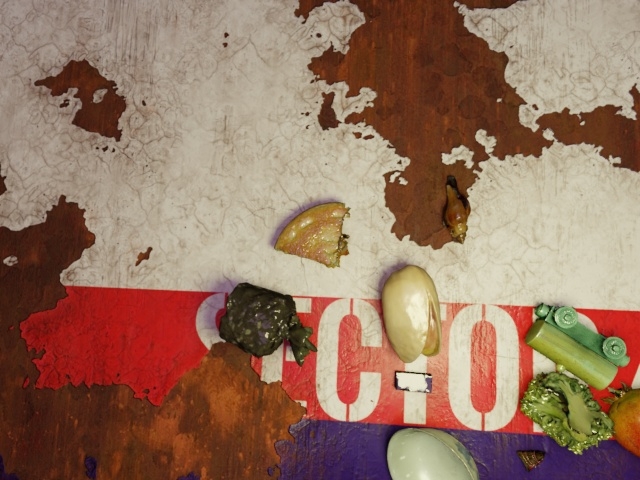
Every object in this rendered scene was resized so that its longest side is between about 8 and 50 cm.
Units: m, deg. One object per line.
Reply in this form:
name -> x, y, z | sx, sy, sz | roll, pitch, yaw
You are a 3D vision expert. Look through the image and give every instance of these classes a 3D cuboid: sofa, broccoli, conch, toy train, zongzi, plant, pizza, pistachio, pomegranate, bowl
sofa -> 0.301, 0.457, 1.552 | 0.118, 0.039, 0.060 | 4, 82, 6
broccoli -> 0.711, 0.534, 1.420 | 0.243, 0.273, 0.180 | 30, 120, 9
conch -> 0.453, -0.103, 1.583 | 0.086, 0.080, 0.232 | 10, 83, -2
toy train -> 0.785, 0.323, 1.487 | 0.307, 0.126, 0.189 | 33, 95, 7
zongzi -> 0.662, 0.666, 1.478 | 0.083, 0.073, 0.067 | -25, 63, 1
plant -> -0.148, 0.271, 1.524 | 0.313, 0.215, 0.213 | 16, 89, 12
pizza -> 0.000, 0.000, 1.609 | 0.290, 0.081, 0.228 | -35, 75, 1
pistachio -> 0.294, 0.226, 1.507 | 0.188, 0.187, 0.299 | -10, 84, 4
pomegranate -> 0.952, 0.529, 1.410 | 0.210, 0.210, 0.235 | -36, 43, 0
bowl -> 0.368, 0.683, 1.448 | 0.146, 0.313, 0.313 | -18, 79, -42
